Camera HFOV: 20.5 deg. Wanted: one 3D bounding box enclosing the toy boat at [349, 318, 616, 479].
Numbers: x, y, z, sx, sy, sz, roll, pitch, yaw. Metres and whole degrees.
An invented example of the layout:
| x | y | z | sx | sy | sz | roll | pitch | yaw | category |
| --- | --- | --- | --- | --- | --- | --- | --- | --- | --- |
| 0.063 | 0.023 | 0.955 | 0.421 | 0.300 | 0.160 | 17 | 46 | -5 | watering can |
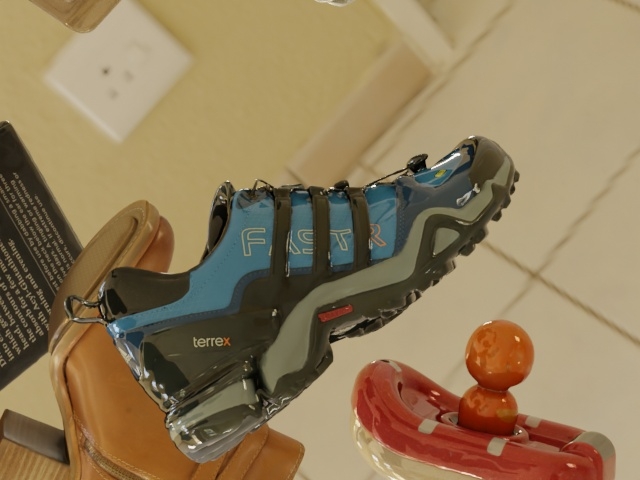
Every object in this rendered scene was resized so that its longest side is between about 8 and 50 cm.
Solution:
| x | y | z | sx | sy | sz | roll | pitch | yaw | category |
| --- | --- | --- | --- | --- | --- | --- | --- | --- | --- |
| 0.140 | 0.140 | 1.498 | 0.231 | 0.151 | 0.151 | 13 | 99 | 19 | toy boat |

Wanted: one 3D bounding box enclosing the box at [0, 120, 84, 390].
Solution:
| x | y | z | sx | sy | sz | roll | pitch | yaw | category |
| --- | --- | --- | --- | --- | --- | --- | --- | --- | --- |
| -0.448 | 0.091 | 1.656 | 0.293 | 0.212 | 0.395 | -18 | 16 | 39 | box |

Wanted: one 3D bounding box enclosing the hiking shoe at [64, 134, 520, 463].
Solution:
| x | y | z | sx | sy | sz | roll | pitch | yaw | category |
| --- | --- | --- | --- | --- | --- | --- | --- | --- | --- |
| 0.000 | 0.000 | 1.084 | 0.304 | 0.132 | 0.113 | -37 | -5 | -33 | hiking shoe |

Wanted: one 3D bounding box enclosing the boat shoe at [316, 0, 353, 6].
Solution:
| x | y | z | sx | sy | sz | roll | pitch | yaw | category |
| --- | --- | --- | --- | --- | --- | --- | --- | --- | --- |
| 0.018 | -0.199 | 1.276 | 0.066 | 0.184 | 0.063 | 25 | 109 | 15 | boat shoe |

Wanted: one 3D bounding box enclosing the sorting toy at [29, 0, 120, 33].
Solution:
| x | y | z | sx | sy | sz | roll | pitch | yaw | category |
| --- | --- | --- | --- | --- | --- | --- | --- | --- | --- |
| -0.212 | -0.295 | 1.529 | 0.193 | 0.208 | 0.038 | -46 | 52 | 8 | sorting toy |

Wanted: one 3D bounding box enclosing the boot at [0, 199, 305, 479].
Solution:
| x | y | z | sx | sy | sz | roll | pitch | yaw | category |
| --- | --- | --- | --- | --- | --- | --- | --- | --- | --- |
| -0.107 | 0.123 | 1.309 | 0.283 | 0.220 | 0.109 | -64 | 16 | 15 | boot |
